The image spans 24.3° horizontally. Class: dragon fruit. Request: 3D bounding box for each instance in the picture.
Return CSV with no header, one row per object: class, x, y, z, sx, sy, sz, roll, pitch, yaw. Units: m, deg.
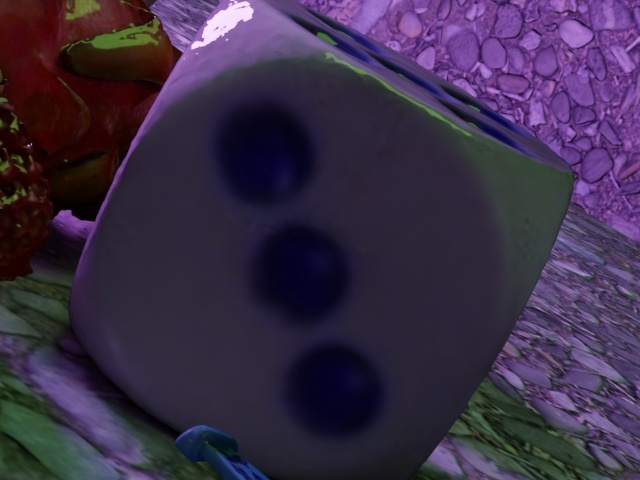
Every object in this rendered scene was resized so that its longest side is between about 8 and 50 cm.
dragon fruit,-0.205,-0.116,1.118,0.227,0.243,0.307,30,-19,37

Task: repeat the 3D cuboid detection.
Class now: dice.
dice,0.000,0.000,0.975,0.251,0.259,0.243,29,15,1

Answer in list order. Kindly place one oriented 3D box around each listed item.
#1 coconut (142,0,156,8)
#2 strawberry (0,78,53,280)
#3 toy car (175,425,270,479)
coconut,-0.300,-0.400,1.633,0.404,0.405,0.404,26,13,-7
strawberry,-0.289,-0.078,0.876,0.286,0.188,0.106,40,28,15
toy car,-0.007,0.156,0.716,0.161,0.098,0.126,11,23,-47
